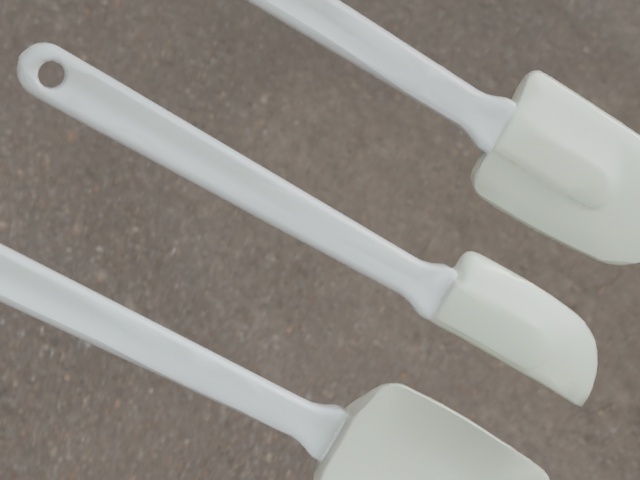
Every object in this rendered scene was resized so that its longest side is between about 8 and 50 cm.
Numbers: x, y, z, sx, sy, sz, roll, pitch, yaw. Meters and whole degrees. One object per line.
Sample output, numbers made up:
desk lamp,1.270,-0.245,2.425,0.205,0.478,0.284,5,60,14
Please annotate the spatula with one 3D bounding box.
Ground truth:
spatula,0.000,0.000,0.428,0.242,0.168,0.019,28,5,-19
